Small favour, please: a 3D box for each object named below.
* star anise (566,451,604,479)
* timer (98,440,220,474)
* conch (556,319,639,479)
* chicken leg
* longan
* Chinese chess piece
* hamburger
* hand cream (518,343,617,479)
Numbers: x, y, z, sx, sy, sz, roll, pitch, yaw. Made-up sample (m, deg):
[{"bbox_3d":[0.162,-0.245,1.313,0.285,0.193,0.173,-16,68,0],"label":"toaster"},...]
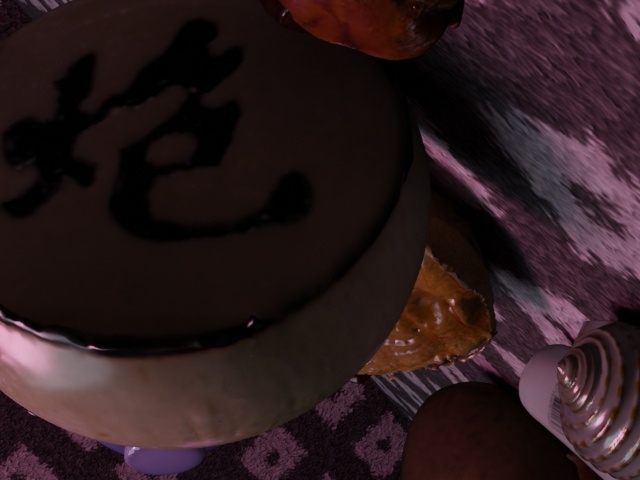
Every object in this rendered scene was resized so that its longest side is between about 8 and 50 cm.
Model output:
[{"bbox_3d":[0.330,0.258,1.133,0.288,0.088,0.288,47,162,21],"label":"star anise"},{"bbox_3d":[-0.158,0.061,1.308,0.395,0.173,0.395,50,-154,-37],"label":"timer"},{"bbox_3d":[0.223,0.118,0.888,0.153,0.102,0.135,48,-172,-28],"label":"conch"},{"bbox_3d":[0.014,-0.138,0.654,0.113,0.093,0.304,34,179,-6],"label":"chicken leg"},{"bbox_3d":[0.221,0.309,1.607,0.246,0.246,0.215,47,161,-19],"label":"longan"},{"bbox_3d":[-0.099,-0.031,0.855,0.349,0.349,0.146,42,156,27],"label":"Chinese chess piece"},{"bbox_3d":[0.014,0.023,1.097,0.285,0.134,0.265,-3,142,16],"label":"hamburger"},{"bbox_3d":[0.263,0.171,0.990,0.067,0.109,0.321,7,-165,-26],"label":"hand cream"}]
